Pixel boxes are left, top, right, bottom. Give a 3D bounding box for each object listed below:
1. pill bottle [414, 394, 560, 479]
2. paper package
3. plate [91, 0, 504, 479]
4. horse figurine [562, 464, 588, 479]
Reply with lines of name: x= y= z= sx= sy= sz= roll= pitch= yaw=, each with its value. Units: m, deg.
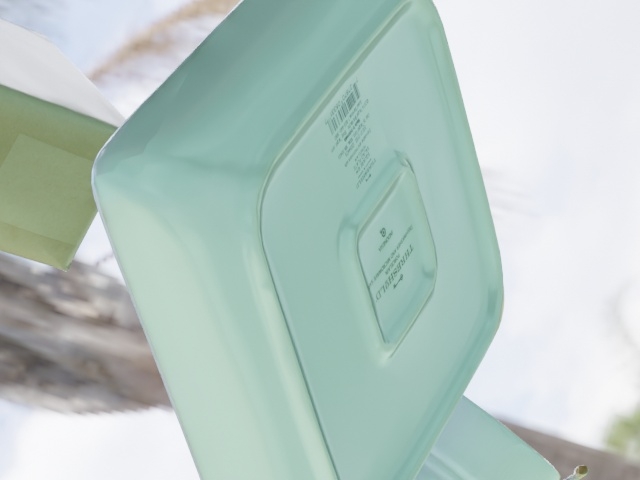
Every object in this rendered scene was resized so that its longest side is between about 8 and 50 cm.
pill bottle: x=0.001 y=0.231 z=1.131 sx=0.318 sy=0.176 sz=0.176 roll=-52 pitch=-28 yaw=-5
paper package: x=-0.396 y=-0.140 z=1.878 sx=0.325 sy=0.309 sz=0.168 roll=19 pitch=-73 yaw=-37
plate: x=0.017 y=0.007 z=0.868 sx=0.277 sy=0.045 sz=0.278 roll=-53 pitch=-45 yaw=-45
horse figurine: x=0.147 y=0.258 z=1.922 sx=0.174 sy=0.263 sz=0.066 roll=-51 pitch=24 yaw=43
